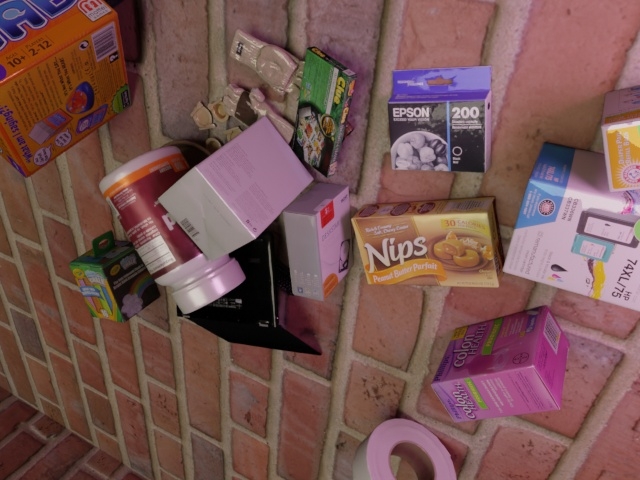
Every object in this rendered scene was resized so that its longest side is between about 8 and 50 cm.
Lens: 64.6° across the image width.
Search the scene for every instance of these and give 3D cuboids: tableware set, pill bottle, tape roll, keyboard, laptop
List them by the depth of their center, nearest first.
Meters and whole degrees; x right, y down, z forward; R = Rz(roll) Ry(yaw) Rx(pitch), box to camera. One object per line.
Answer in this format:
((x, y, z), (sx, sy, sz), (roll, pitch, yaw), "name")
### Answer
((-0.371, -0.024, 1.313), (0.224, 0.224, 0.392), (-24, 99, 39), "pill bottle")
((-0.270, -0.294, 1.338), (0.141, 0.020, 0.168), (-14, 109, 37), "tableware set")
((0.238, 0.655, 1.426), (0.286, 0.286, 0.100), (35, 129, 9), "tape roll")
((-0.145, 0.098, 1.495), (0.180, 0.023, 0.108), (35, 130, 10), "keyboard")
((-0.225, 0.167, 1.550), (0.382, 0.236, 0.408), (0, 96, 31), "laptop")

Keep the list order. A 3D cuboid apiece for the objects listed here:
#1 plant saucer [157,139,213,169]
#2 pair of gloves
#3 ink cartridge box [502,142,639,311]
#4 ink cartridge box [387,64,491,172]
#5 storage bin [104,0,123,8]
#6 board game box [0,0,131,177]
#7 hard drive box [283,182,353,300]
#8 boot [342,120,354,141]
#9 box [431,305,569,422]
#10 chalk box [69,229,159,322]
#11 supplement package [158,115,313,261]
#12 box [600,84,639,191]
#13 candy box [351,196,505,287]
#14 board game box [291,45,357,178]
((-0.363, -0.142, 1.415), (0.278, 0.041, 0.278), (8, 111, 20), "plant saucer")
((-0.131, -0.354, 1.202), (0.204, 0.042, 0.240), (29, 134, 8), "pair of gloves")
((0.502, -0.029, 0.909), (0.270, 0.197, 0.198), (17, 125, 22), "ink cartridge box")
((0.242, -0.245, 1.041), (0.206, 0.045, 0.208), (7, 119, 29), "ink cartridge box")
((-0.577, -0.672, 1.259), (0.122, 0.084, 0.180), (-10, 112, 35), "storage bin")
((-0.739, -0.452, 1.238), (0.356, 0.356, 0.356), (41, 154, 3), "board game box")
((0.000, 0.000, 1.245), (0.089, 0.181, 0.232), (10, 122, 26), "hard drive box")
((0.013, -0.272, 1.171), (0.114, 0.037, 0.106), (50, 131, 1), "boot")
((0.407, 0.278, 1.141), (0.243, 0.213, 0.117), (-27, 102, 40), "box")
((-0.718, 0.110, 1.751), (0.179, 0.180, 0.289), (3, 117, 30), "chalk box")
((-0.197, -0.123, 1.213), (0.198, 0.262, 0.199), (-25, 109, 45), "supplement package")
((0.517, -0.170, 0.811), (0.103, 0.203, 0.114), (-5, 114, 34), "box")
((0.243, 0.007, 1.161), (0.316, 0.087, 0.183), (-1, 117, 32), "candy box")
((0.002, -0.278, 1.129), (0.136, 0.030, 0.259), (45, 142, 27), "board game box")
